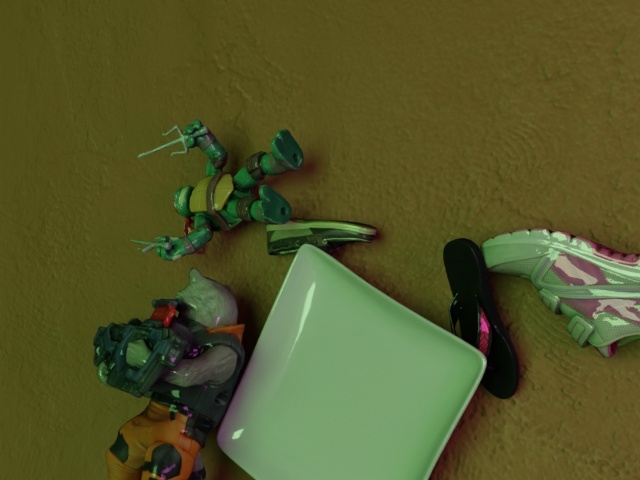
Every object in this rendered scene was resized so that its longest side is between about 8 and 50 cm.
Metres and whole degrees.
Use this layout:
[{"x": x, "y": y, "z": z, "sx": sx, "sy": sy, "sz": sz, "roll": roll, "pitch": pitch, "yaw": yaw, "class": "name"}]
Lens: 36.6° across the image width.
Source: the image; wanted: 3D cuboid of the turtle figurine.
[{"x": -0.132, "y": -0.061, "z": 1.193, "sx": 0.234, "sy": 0.118, "sz": 0.175, "roll": -8, "pitch": 78, "yaw": 37, "class": "turtle figurine"}]

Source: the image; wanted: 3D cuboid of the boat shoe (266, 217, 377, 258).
[{"x": 0.000, "y": 0.000, "z": 1.153, "sx": 0.152, "sy": 0.056, "sz": 0.049, "roll": 2, "pitch": 87, "yaw": 38, "class": "boat shoe"}]

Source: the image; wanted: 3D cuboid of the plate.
[{"x": 0.030, "y": 0.183, "z": 1.085, "sx": 0.277, "sy": 0.045, "sz": 0.278, "roll": 31, "pitch": 103, "yaw": 35, "class": "plate"}]

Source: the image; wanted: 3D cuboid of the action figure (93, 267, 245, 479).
[{"x": -0.185, "y": 0.195, "z": 1.164, "sx": 0.341, "sy": 0.178, "sz": 0.330, "roll": 13, "pitch": 84, "yaw": 68, "class": "action figure"}]

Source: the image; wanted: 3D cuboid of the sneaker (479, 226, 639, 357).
[{"x": 0.269, "y": 0.056, "z": 0.968, "sx": 0.252, "sy": 0.103, "sz": 0.111, "roll": 15, "pitch": 92, "yaw": 34, "class": "sneaker"}]

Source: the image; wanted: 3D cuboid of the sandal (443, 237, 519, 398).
[{"x": 0.160, "y": 0.087, "z": 1.020, "sx": 0.067, "sy": 0.040, "sz": 0.179, "roll": -8, "pitch": 104, "yaw": 51, "class": "sandal"}]
